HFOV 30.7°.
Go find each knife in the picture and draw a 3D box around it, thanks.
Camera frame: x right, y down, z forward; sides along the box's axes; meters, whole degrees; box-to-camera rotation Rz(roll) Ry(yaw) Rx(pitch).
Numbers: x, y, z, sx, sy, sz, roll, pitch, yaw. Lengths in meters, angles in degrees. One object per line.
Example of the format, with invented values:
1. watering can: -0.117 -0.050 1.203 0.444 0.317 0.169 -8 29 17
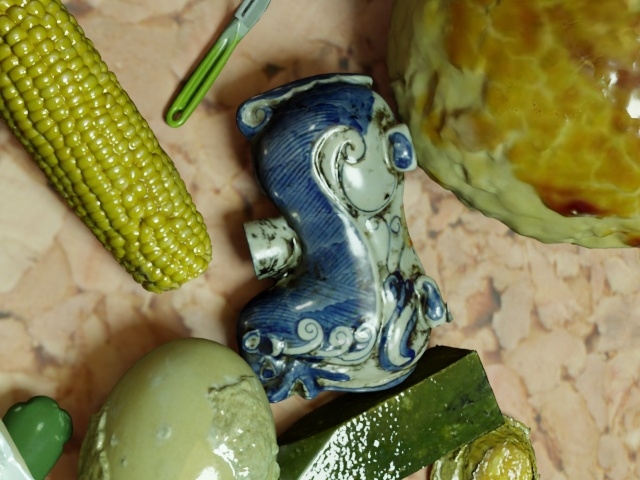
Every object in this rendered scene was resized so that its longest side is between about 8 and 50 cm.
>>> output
1. knife: -0.084 -0.176 1.046 0.022 0.026 0.184 29 77 17

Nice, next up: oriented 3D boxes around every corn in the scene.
1. corn: -0.194 -0.089 0.949 0.101 0.101 0.310 -39 106 -21

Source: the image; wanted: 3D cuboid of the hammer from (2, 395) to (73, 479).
1. hammer: -0.300 0.268 0.902 0.206 0.119 0.335 38 68 -22

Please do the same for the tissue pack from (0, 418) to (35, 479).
1. tissue pack: -0.378 0.153 0.695 0.332 0.405 0.205 -33 107 -22

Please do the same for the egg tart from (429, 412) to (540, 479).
1. egg tart: 0.171 0.230 1.156 0.130 0.052 0.130 1 88 -24

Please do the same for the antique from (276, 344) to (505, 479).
1. antique: 0.051 0.178 1.073 0.221 0.081 0.080 -24 97 -20

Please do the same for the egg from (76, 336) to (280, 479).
1. egg: -0.116 0.179 0.956 0.164 0.164 0.201 17 82 -25

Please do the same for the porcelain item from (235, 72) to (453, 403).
1. porcelain item: 0.000 0.000 1.040 0.186 0.138 0.287 -13 101 -8

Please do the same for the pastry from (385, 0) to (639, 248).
1. pastry: 0.250 -0.180 1.030 0.389 0.313 0.388 2 83 -15
